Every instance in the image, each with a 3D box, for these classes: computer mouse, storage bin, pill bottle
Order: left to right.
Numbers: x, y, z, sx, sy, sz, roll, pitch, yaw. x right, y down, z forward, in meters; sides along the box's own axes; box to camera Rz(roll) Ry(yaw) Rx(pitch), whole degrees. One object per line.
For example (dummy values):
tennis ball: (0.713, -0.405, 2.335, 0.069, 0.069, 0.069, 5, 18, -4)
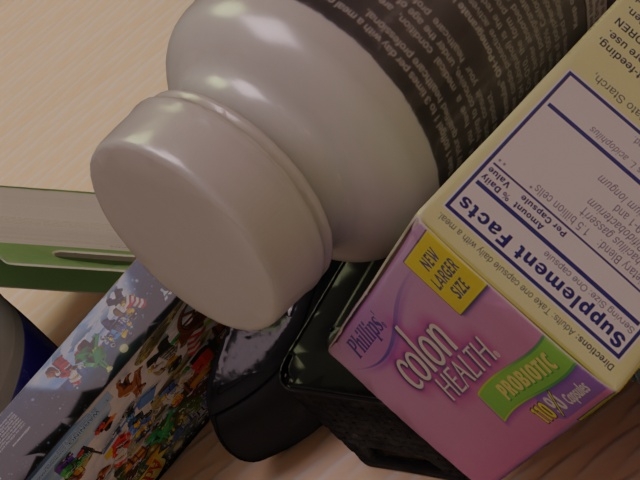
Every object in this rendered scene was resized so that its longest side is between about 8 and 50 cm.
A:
computer mouse: (0.000, 0.000, 1.145, 0.060, 0.184, 0.262, 11, 60, 38)
pill bottle: (0.027, -0.101, 1.033, 0.176, 0.176, 0.318, 5, 44, 51)
storage bin: (0.074, 0.040, 1.097, 0.122, 0.084, 0.180, 2, 55, 50)

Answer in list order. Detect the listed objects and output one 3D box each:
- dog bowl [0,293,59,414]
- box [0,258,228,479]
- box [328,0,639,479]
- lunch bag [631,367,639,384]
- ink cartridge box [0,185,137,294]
dog bowl: (-0.301, 0.157, 1.364, 0.265, 0.104, 0.265, -29, 35, 22)
box: (-0.130, 0.110, 1.180, 0.044, 0.159, 0.233, 37, 81, 23)
box: (0.141, -0.019, 0.936, 0.243, 0.117, 0.213, -46, -5, -21)
lunch bag: (0.196, 0.059, 0.936, 0.071, 0.083, 0.053, -50, 33, -8)
ink cartridge box: (-0.189, 0.012, 1.348, 0.235, 0.171, 0.056, 34, 115, 57)
